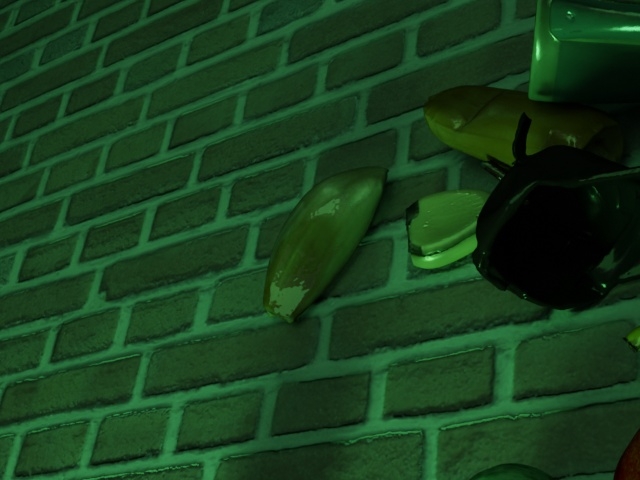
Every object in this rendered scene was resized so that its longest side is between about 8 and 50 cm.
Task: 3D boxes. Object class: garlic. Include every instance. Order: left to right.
[{"bbox_3d":[-0.005,-0.005,1.784,0.143,0.112,0.318,30,92,46],"label":"garlic"}]

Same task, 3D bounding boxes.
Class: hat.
[{"bbox_3d":[0.355,-0.056,1.425,0.336,0.238,0.209,-20,37,7],"label":"hat"}]

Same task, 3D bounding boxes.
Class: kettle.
[{"bbox_3d":[0.464,-0.296,1.440,0.342,0.247,0.319,7,17,11],"label":"kettle"}]

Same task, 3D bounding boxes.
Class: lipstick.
[{"bbox_3d":[0.309,-0.069,1.562,0.176,0.027,0.027,39,88,30],"label":"lipstick"}]

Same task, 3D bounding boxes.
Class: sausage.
[{"bbox_3d":[0.298,-0.171,1.625,0.134,0.116,0.354,-44,37,-16],"label":"sausage"}]

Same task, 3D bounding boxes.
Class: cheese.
[{"bbox_3d":[0.252,-0.040,1.614,0.251,0.054,0.127,-17,52,21],"label":"cheese"}]

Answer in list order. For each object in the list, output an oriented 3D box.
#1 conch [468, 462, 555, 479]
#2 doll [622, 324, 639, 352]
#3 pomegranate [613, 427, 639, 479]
[{"bbox_3d":[0.241,0.356,1.265,0.176,0.122,0.188,8,65,21],"label":"conch"},{"bbox_3d":[0.472,0.072,1.279,0.221,0.143,0.135,-52,38,6],"label":"doll"},{"bbox_3d":[0.429,0.252,1.109,0.256,0.221,0.221,-51,41,-6],"label":"pomegranate"}]
